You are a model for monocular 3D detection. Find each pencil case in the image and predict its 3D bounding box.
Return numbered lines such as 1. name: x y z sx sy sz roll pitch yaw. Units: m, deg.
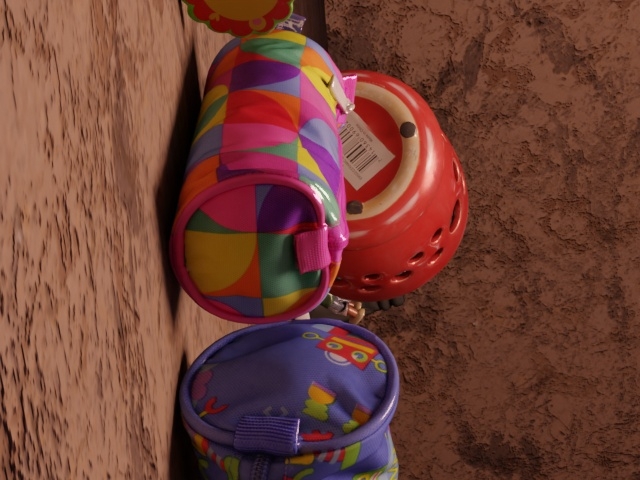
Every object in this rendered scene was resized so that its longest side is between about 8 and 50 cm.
1. pencil case: -0.029 -0.047 0.879 0.236 0.104 0.104 -85 171 -60
2. pencil case: -0.007 0.200 0.861 0.133 0.119 0.306 -71 159 -60

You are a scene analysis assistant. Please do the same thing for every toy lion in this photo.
1. toy lion: -0.050 -0.167 0.878 0.100 0.096 0.034 36 33 -29

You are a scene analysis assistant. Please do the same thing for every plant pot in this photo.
1. plant pot: 0.034 -0.053 1.384 0.174 0.191 0.191 50 35 -70

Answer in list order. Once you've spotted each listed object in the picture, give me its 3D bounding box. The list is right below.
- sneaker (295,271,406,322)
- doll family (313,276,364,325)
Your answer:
1. sneaker: 0.035 -0.048 1.696 0.104 0.146 0.296 51 35 -82
2. doll family: 0.000 0.000 1.559 0.076 0.111 0.193 -54 -158 22
